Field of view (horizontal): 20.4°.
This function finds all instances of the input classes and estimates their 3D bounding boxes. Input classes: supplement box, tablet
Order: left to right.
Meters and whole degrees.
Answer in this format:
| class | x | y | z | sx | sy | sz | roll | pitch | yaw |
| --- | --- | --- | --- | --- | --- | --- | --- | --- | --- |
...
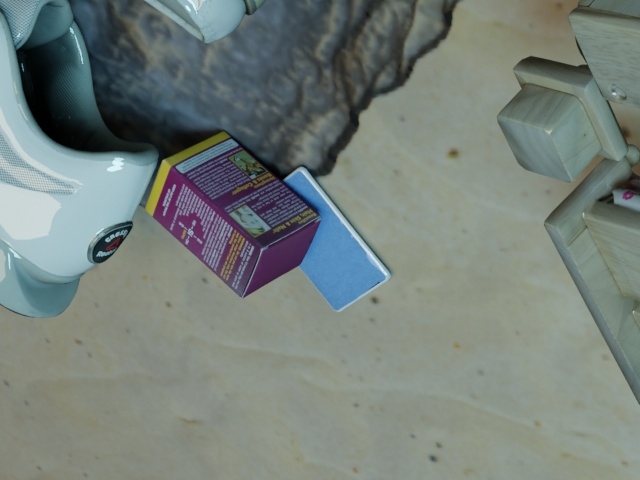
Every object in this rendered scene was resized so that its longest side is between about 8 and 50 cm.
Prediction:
| class | x | y | z | sx | sy | sz | roll | pitch | yaw |
| --- | --- | --- | --- | --- | --- | --- | --- | --- | --- |
| supplement box | -0.050 | -0.016 | 1.021 | 0.083 | 0.055 | 0.043 | 42 | 133 | 19 |
| tablet | 0.000 | 0.000 | 1.037 | 0.083 | 0.006 | 0.054 | 51 | 134 | -3 |

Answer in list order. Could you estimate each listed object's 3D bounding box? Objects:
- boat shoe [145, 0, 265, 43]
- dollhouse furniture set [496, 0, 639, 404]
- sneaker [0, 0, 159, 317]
| class | x | y | z | sx | sy | sz | roll | pitch | yaw |
| --- | --- | --- | --- | --- | --- | --- | --- | --- | --- |
| boat shoe | -0.163 | -0.189 | 0.936 | 0.302 | 0.103 | 0.113 | 39 | 169 | 17 |
| dollhouse furniture set | 0.267 | -0.007 | 0.765 | 0.303 | 0.174 | 0.355 | 22 | 152 | 48 |
| sneaker | -0.219 | -0.124 | 1.051 | 0.330 | 0.122 | 0.146 | 47 | 115 | 5 |
